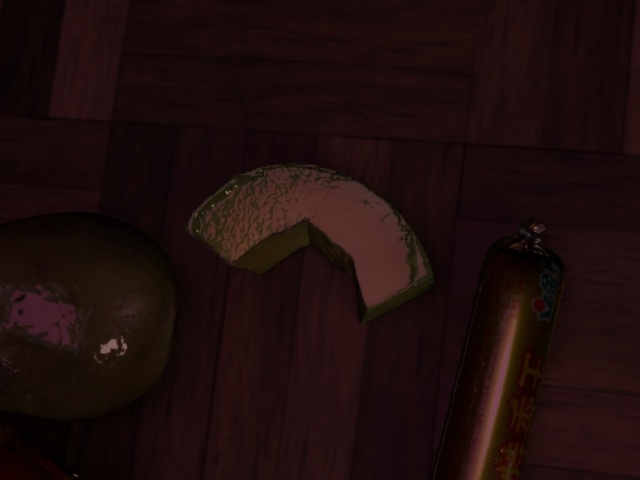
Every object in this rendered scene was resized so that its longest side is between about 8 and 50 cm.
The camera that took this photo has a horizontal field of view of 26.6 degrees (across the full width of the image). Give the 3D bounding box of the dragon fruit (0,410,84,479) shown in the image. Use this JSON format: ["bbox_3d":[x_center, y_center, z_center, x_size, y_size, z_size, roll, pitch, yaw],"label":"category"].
[{"bbox_3d":[-0.317,0.277,1.085,0.295,0.295,0.302,-36,93,6],"label":"dragon fruit"}]

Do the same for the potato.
[{"bbox_3d":[-0.248,0.063,1.169,0.251,0.159,0.174,3,53,0],"label":"potato"}]

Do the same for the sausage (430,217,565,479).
[{"bbox_3d":[0.133,0.161,1.096,0.082,0.082,0.372,13,83,16],"label":"sausage"}]

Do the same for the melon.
[{"bbox_3d":[0.000,0.000,1.163,0.209,0.064,0.118,31,88,15],"label":"melon"}]
